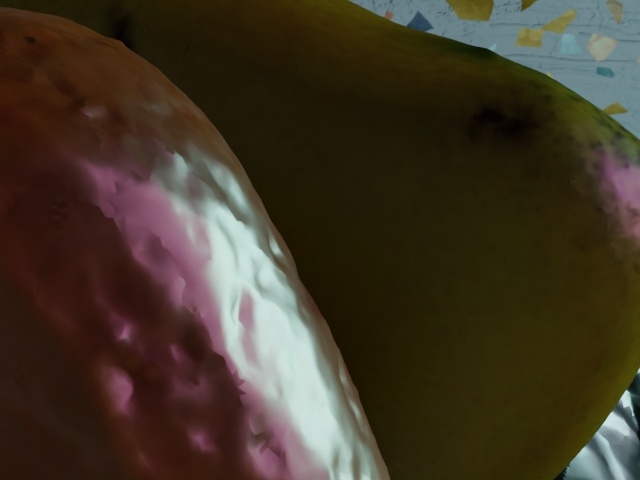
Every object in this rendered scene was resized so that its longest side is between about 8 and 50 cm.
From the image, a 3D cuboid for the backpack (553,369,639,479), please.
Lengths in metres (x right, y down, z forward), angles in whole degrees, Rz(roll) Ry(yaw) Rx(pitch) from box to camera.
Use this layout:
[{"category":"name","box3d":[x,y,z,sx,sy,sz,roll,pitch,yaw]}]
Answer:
[{"category":"backpack","box3d":[0.045,0.146,1.034,0.255,0.363,0.446,113,-23,-44]}]

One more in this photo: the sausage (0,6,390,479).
[{"category":"sausage","box3d":[-0.064,0.062,0.520,0.141,0.153,0.268,-57,126,-69]}]

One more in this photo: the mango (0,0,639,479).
[{"category":"mango","box3d":[-0.026,0.003,0.669,0.173,0.317,0.211,-15,113,-53]}]
